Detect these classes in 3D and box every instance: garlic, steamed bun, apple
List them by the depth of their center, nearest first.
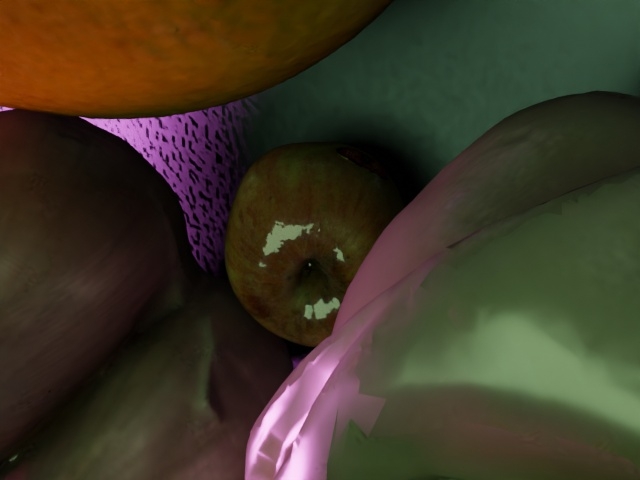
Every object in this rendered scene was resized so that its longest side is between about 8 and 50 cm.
[{"bbox_3d":[0.119,0.128,0.609,0.367,0.255,0.342,55,155,16],"label":"steamed bun"},{"bbox_3d":[0.000,0.000,0.813,0.084,0.071,0.084,4,116,9],"label":"apple"},{"bbox_3d":[-0.128,0.078,0.840,0.210,0.292,0.237,44,88,-8],"label":"garlic"}]

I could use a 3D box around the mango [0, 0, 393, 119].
[{"bbox_3d":[-0.123,-0.175,0.747,0.445,0.220,0.301,-19,110,48],"label":"mango"}]
